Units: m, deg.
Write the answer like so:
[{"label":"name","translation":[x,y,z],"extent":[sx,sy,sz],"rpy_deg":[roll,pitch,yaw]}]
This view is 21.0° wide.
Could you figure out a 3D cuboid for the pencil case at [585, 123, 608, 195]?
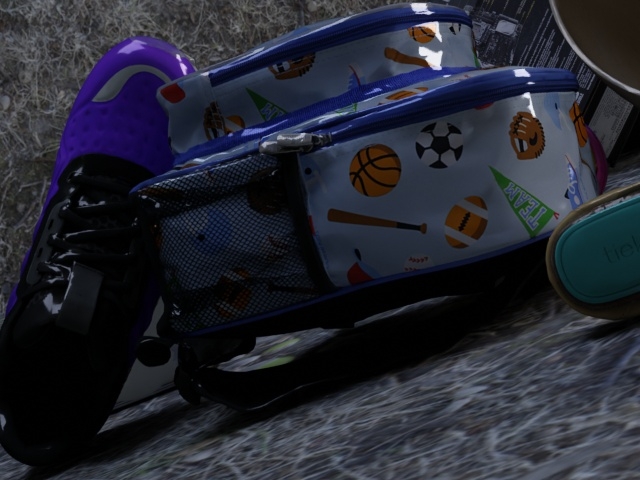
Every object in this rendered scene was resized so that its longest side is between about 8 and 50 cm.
[{"label":"pencil case","translation":[0.164,-0.059,1.361],"extent":[0.104,0.104,0.236],"rpy_deg":[-22,4,2]}]

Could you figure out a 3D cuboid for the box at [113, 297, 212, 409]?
[{"label":"box","translation":[-0.135,0.058,1.390],"extent":[0.113,0.094,0.275],"rpy_deg":[-22,4,5]}]

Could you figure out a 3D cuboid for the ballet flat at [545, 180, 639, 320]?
[{"label":"ballet flat","translation":[0.221,-0.023,0.829],"extent":[0.232,0.080,0.073],"rpy_deg":[-18,-9,24]}]

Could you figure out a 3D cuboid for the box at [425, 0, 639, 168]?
[{"label":"box","translation":[0.229,-0.250,1.599],"extent":[0.076,0.307,0.242],"rpy_deg":[20,6,-44]}]

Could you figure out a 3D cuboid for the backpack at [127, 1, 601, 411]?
[{"label":"backpack","translation":[0.041,-0.034,1.064],"extent":[0.263,0.213,0.276],"rpy_deg":[-9,6,22]}]

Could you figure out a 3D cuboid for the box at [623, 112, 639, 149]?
[{"label":"box","translation":[0.362,-0.204,1.669],"extent":[0.203,0.168,0.167],"rpy_deg":[-19,4,39]}]

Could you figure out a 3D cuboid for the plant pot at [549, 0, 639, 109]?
[{"label":"plant pot","translation":[0.326,-0.179,1.226],"extent":[0.284,0.284,0.191],"rpy_deg":[-20,-32,20]}]

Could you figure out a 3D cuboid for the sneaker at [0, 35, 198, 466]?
[{"label":"sneaker","translation":[-0.141,0.017,1.105],"extent":[0.102,0.293,0.146],"rpy_deg":[17,11,-2]}]
